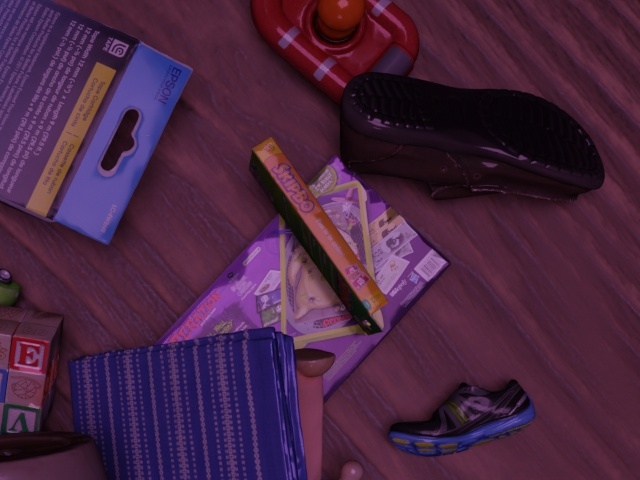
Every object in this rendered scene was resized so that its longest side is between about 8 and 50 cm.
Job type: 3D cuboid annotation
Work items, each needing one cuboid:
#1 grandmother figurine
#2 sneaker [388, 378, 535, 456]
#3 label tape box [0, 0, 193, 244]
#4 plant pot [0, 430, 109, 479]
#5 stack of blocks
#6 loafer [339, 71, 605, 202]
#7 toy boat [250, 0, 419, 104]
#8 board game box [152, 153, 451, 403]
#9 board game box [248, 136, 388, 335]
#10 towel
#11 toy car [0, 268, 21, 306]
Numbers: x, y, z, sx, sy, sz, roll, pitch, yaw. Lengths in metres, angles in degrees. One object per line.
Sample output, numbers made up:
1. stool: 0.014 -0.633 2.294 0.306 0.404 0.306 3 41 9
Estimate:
1. grandmother figurine: -0.051 0.306 1.256 0.208 0.104 0.342 -3 96 1
2. sneaker: 0.176 0.223 1.345 0.188 0.067 0.078 -15 64 -5
3. label tape box: -0.366 -0.169 1.312 0.348 0.115 0.249 24 82 -5
4. plant pot: -0.331 0.359 1.134 0.323 0.323 0.280 -4 89 -6
5. stack of blocks: -0.467 0.156 1.246 0.297 0.087 0.171 9 107 -5
6. loafer: 0.187 -0.119 1.363 0.366 0.130 0.133 13 49 -13
7. toy boat: 0.019 -0.282 1.337 0.231 0.151 0.151 40 81 0
8. board game box: -0.025 0.085 1.345 0.208 0.056 0.347 44 82 -3
9. board game box: 0.000 0.000 1.272 0.039 0.124 0.259 -32 87 -9
10. towel: -0.157 0.235 1.227 0.336 0.040 0.243 -11 84 34
11. toy car: -0.467 0.023 1.272 0.225 0.053 0.239 35 116 -17
